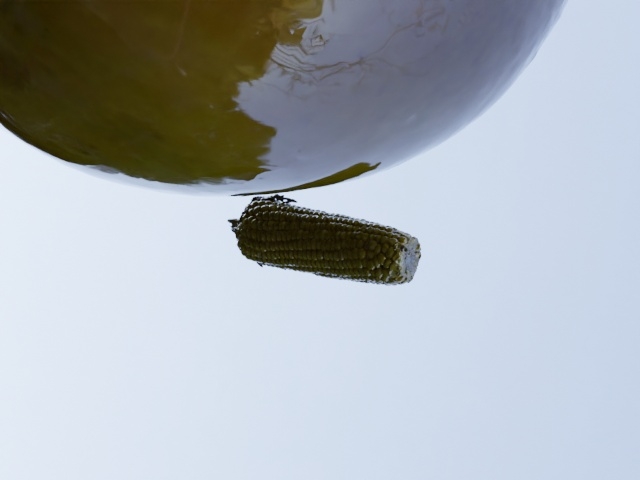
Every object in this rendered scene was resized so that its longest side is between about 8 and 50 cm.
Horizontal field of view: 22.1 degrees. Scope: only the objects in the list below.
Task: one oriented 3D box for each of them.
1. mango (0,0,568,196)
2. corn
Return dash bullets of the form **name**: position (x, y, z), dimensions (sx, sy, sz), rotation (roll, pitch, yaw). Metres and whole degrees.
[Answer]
- **mango**: position (-0.023, -0.211, 0.631), dimensions (0.232, 0.300, 0.446), rotation (-40, -155, 44)
- **corn**: position (0.000, 0.000, 0.634), dimensions (0.083, 0.027, 0.028), rotation (11, -116, 29)
